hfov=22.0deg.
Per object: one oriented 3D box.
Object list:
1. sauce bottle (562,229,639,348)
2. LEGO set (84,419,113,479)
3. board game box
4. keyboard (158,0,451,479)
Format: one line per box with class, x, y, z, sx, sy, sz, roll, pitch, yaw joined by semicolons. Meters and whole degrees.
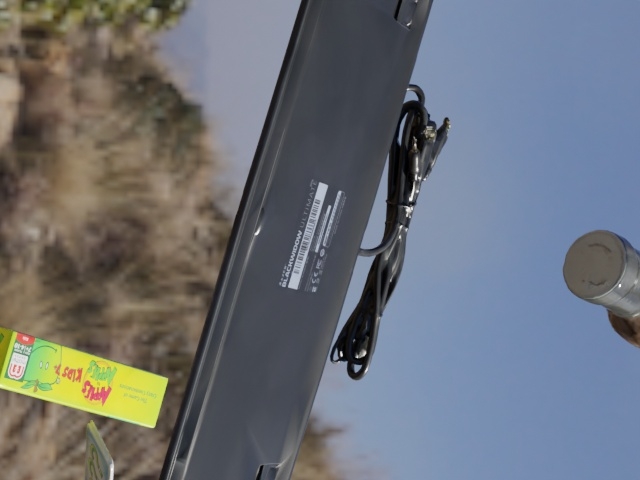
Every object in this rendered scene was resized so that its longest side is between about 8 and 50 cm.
sauce bottle;0.362;0.069;1.661;0.344;0.111;0.111;27;56;-48
LEGO set;-0.170;0.287;1.269;0.182;0.060;0.244;55;-32;40
board game box;-0.211;0.100;1.258;0.181;0.092;0.043;25;78;-54
keyboard;0.000;0.000;0.877;0.201;0.033;0.317;18;90;-62
